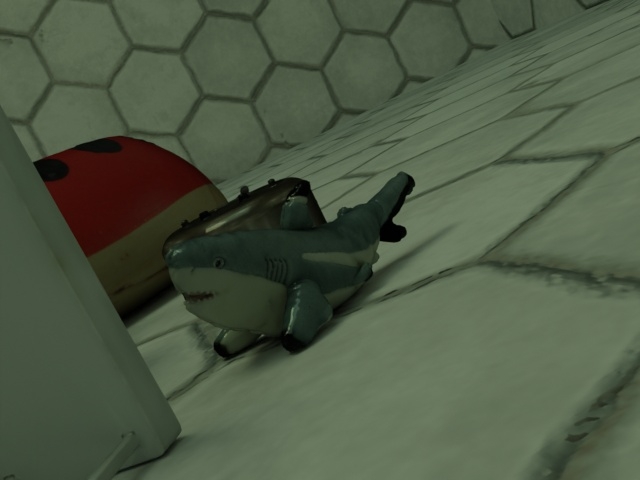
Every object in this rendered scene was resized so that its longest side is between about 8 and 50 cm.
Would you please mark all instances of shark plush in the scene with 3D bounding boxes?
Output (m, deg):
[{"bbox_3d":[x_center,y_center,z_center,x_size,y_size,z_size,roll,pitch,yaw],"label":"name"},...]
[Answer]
[{"bbox_3d":[0.000,0.000,0.435,0.161,0.067,0.073,-30,9,-25],"label":"shark plush"}]

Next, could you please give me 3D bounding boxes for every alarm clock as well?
[{"bbox_3d":[-0.063,0.000,0.658,0.129,0.064,0.192,-24,12,9],"label":"alarm clock"}]

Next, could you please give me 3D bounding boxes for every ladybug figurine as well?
[{"bbox_3d":[-0.266,0.010,0.833,0.305,0.161,0.449,-21,10,31],"label":"ladybug figurine"}]

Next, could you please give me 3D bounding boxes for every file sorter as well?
[{"bbox_3d":[-0.237,0.070,0.303,0.278,0.192,0.173,-23,12,20],"label":"file sorter"}]
